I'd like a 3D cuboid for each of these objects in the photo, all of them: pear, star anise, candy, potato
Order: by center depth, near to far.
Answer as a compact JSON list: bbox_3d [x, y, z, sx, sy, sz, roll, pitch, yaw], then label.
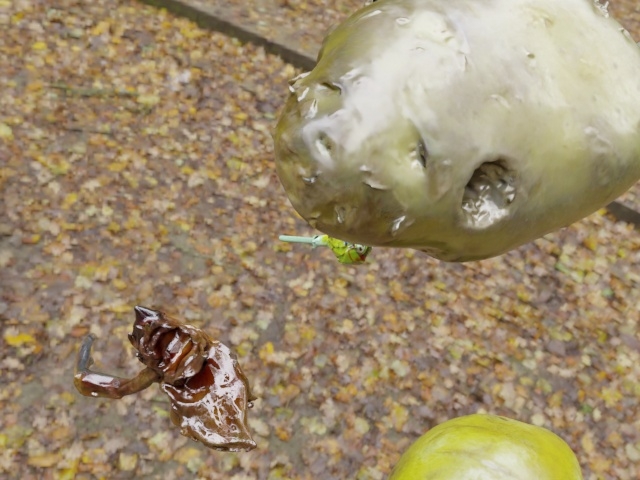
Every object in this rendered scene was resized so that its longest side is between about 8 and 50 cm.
[{"bbox_3d":[0.099,-0.084,0.523,0.296,0.141,0.192,-18,80,-28],"label":"potato"},{"bbox_3d":[0.184,0.342,0.902,0.321,0.269,0.269,-31,55,-27],"label":"pear"},{"bbox_3d":[0.000,0.000,1.027,0.058,0.062,0.193,15,-8,-35],"label":"candy"},{"bbox_3d":[-0.211,0.177,1.049,0.346,0.237,0.148,12,67,30],"label":"star anise"}]

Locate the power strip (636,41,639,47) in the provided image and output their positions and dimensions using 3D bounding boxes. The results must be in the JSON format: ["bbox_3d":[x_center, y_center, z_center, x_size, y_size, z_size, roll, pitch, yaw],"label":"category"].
[{"bbox_3d":[0.391,-0.204,0.674,0.053,0.288,0.093,53,36,-11],"label":"power strip"}]
